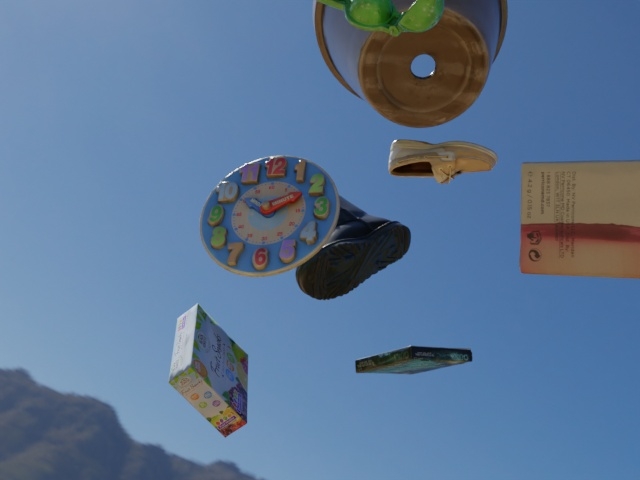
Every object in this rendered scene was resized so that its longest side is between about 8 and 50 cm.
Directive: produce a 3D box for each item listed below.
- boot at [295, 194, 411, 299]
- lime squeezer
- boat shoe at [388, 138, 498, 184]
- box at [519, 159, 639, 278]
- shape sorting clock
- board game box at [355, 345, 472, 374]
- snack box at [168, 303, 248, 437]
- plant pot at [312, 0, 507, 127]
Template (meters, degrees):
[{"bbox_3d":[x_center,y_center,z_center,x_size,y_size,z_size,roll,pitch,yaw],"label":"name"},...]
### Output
[{"bbox_3d":[0.000,0.000,1.568,0.207,0.246,0.094,25,-52,41],"label":"boot"},{"bbox_3d":[0.060,-0.261,0.984,0.310,0.059,0.110,5,-27,48],"label":"lime squeezer"},{"bbox_3d":[0.183,-0.113,1.417,0.170,0.059,0.063,5,-26,27],"label":"boat shoe"},{"bbox_3d":[0.350,-0.023,1.019,0.232,0.127,0.148,2,2,33],"label":"box"},{"bbox_3d":[-0.074,-0.039,1.326,0.206,0.206,0.040,11,-33,24],"label":"shape sorting clock"},{"bbox_3d":[0.160,0.211,1.634,0.126,0.026,0.186,6,-16,-27],"label":"board game box"},{"bbox_3d":[-0.129,0.150,1.099,0.037,0.141,0.100,-37,-67,13],"label":"snack box"},{"bbox_3d":[0.147,-0.319,1.456,0.323,0.280,0.323,0,-60,0],"label":"plant pot"}]
